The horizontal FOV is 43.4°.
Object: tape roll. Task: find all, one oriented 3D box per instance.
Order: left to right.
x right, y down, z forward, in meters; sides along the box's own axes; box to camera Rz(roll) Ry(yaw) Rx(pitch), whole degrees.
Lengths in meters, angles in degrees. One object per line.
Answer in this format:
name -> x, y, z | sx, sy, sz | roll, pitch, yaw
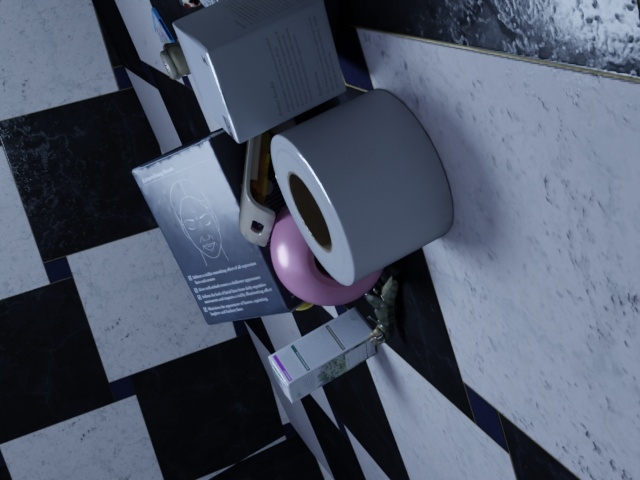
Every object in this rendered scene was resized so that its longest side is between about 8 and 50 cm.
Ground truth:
tape roll -> 0.056, -0.077, 1.180 | 0.246, 0.169, 0.246 | 55, 164, 24

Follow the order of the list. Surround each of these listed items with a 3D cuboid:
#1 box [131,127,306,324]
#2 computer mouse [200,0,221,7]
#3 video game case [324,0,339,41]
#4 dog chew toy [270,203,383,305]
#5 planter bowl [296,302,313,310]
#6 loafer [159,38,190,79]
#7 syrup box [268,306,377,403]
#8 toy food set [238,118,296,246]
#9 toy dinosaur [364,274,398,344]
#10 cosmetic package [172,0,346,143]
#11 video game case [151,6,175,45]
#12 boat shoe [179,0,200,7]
box -> -0.176, -0.045, 1.755 | 0.293, 0.212, 0.395 | -13, 106, 45
computer mouse -> -0.191, -0.477, 1.597 | 0.193, 0.042, 0.106 | 45, 163, 37
video game case -> -0.049, -0.414, 1.209 | 0.248, 0.035, 0.275 | 58, 166, 17
dog chew toy -> 0.000, 0.000, 1.491 | 0.206, 0.207, 0.332 | 66, 174, -12
planter bowl -> -0.060, 0.051, 1.929 | 0.217, 0.090, 0.217 | 20, 126, 31
loafer -> -0.356, -0.475, 2.101 | 0.268, 0.092, 0.102 | -109, -1, -69
syrup box -> 0.007, 0.263, 1.847 | 0.096, 0.237, 0.093 | 53, 164, 35
toy food set -> -0.090, -0.161, 1.482 | 0.220, 0.092, 0.306 | 122, 154, -74
toy dinosaur -> 0.110, 0.105, 1.560 | 0.118, 0.064, 0.268 | 48, 159, 25
cosmetic package -> -0.088, -0.266, 1.167 | 0.151, 0.184, 0.151 | 47, 159, 49
video game case -> -0.452, -0.590, 2.378 | 0.166, 0.015, 0.119 | 59, 166, 14
boat shoe -> -0.284, -0.544, 1.793 | 0.043, 0.049, 0.137 | 61, 162, -4
